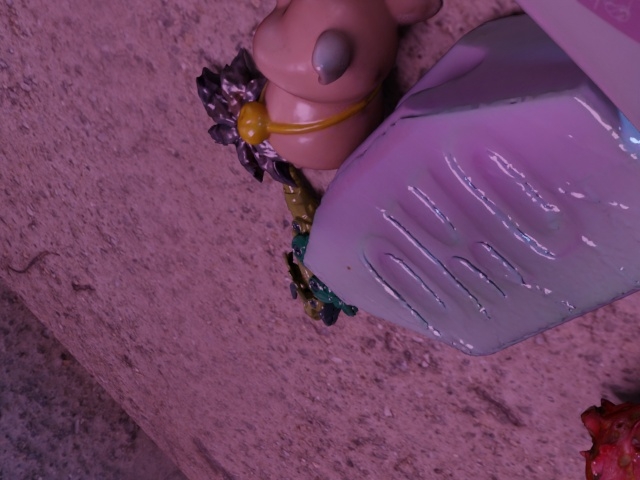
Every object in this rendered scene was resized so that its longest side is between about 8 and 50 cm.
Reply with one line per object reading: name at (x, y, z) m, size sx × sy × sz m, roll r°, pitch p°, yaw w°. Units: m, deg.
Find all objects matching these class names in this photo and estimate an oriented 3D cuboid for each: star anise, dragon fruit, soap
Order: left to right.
star anise at (-0.083, -0.141, 1.111) m, size 0.204 × 0.061 × 0.180 m, roll 50°, pitch 144°, yaw 3°
soap at (0.167, -0.041, 0.868) m, size 0.261 × 0.156 × 0.446 m, roll 43°, pitch 147°, yaw -5°
dragon fruit at (0.372, 0.255, 0.940) m, size 0.268 × 0.205 × 0.210 m, roll 35°, pitch 115°, yaw 55°

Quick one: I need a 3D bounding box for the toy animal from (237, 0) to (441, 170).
toy animal at (0.003, -0.163, 0.923) m, size 0.149 × 0.165 × 0.248 m, roll 34°, pitch 152°, yaw 8°

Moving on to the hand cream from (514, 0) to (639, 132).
hand cream at (0.153, -0.237, 0.620) m, size 0.358 × 0.118 × 0.185 m, roll 53°, pitch 149°, yaw 26°

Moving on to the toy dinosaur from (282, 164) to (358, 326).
toy dinosaur at (0.000, 0.000, 1.167) m, size 0.153 × 0.094 × 0.259 m, roll 12°, pitch 121°, yaw 49°
